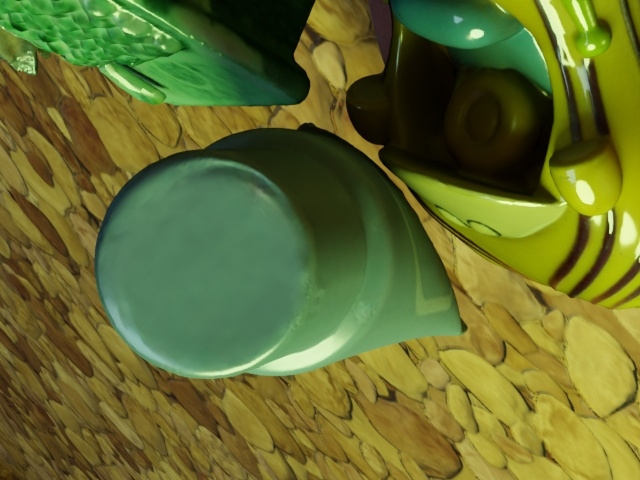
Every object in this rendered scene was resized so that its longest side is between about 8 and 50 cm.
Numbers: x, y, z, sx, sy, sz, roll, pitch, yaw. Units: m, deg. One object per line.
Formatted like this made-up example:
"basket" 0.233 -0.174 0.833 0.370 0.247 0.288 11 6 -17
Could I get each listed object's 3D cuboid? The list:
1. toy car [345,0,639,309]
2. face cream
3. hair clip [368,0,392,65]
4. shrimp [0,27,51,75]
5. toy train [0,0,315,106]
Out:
"toy car" 0.085 -0.069 0.644 0.200 0.142 0.248 23 146 51
"face cream" 0.000 0.000 0.672 0.135 0.086 0.385 53 -170 5
"hair clip" 0.057 -0.085 0.850 0.054 0.022 0.137 27 150 52
"shrimp" -0.203 -0.217 1.095 0.247 0.085 0.360 35 152 19
"toy train" -0.094 -0.189 0.683 0.266 0.201 0.145 28 169 -30
